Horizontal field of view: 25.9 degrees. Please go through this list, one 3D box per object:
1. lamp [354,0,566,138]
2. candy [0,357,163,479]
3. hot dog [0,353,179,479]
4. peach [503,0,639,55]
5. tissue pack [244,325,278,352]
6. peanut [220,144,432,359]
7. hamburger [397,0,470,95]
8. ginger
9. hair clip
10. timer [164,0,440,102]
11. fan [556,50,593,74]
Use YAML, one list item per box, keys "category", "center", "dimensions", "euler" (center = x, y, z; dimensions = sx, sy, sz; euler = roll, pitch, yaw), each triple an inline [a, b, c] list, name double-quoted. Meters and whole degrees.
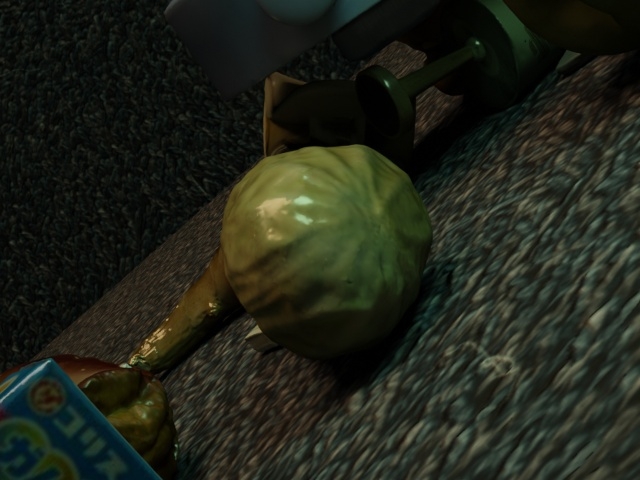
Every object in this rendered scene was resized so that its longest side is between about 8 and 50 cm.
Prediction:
- category: "lamp"
  center: [0.139, -0.173, 1.337]
  dimensions: [0.215, 0.121, 0.121]
  euler: [-32, 4, -21]
- category: "candy"
  center: [-0.220, 0.226, 0.791]
  dimensions: [0.306, 0.157, 0.100]
  euler: [-45, 9, -26]
- category: "hot dog"
  center: [-0.284, 0.221, 1.062]
  dimensions: [0.387, 0.174, 0.267]
  euler: [-42, 6, 6]
- category: "peach"
  center: [0.241, -0.280, 1.018]
  dimensions: [0.292, 0.247, 0.292]
  euler: [-50, -11, -13]
- category: "tissue pack"
  center: [-0.017, 0.055, 1.226]
  dimensions: [0.108, 0.023, 0.056]
  euler: [-45, 8, -23]
- category: "peanut"
  center: [0.000, 0.000, 1.018]
  dimensions: [0.152, 0.152, 0.313]
  euler: [-42, 5, -2]
- category: "hamburger"
  center: [0.200, -0.273, 1.529]
  dimensions: [0.283, 0.144, 0.156]
  euler: [-36, 11, 24]
- category: "ginger"
  center: [-0.104, 0.050, 1.499]
  dimensions: [0.294, 0.086, 0.131]
  euler: [-47, 17, 20]
- category: "hair clip"
  center: [0.020, -0.118, 1.477]
  dimensions: [0.172, 0.113, 0.282]
  euler: [2, 9, 0]
- category: "timer"
  center: [0.026, -0.270, 1.368]
  dimensions: [0.395, 0.173, 0.395]
  euler: [-33, 8, 5]
- category: "fan"
  center: [0.285, -0.232, 1.346]
  dimensions: [0.057, 0.023, 0.282]
  euler: [-37, 10, 40]
